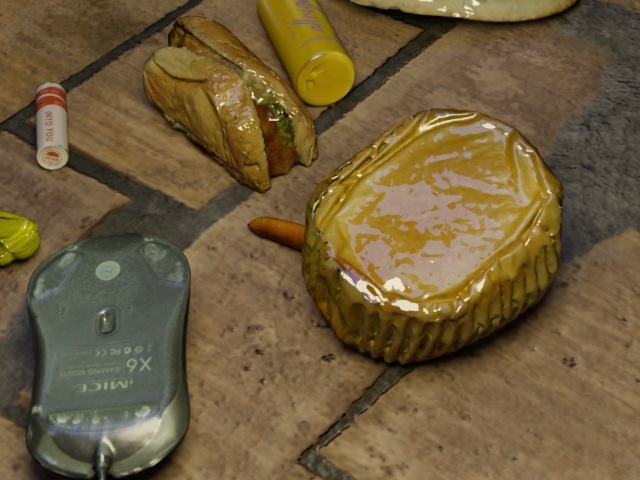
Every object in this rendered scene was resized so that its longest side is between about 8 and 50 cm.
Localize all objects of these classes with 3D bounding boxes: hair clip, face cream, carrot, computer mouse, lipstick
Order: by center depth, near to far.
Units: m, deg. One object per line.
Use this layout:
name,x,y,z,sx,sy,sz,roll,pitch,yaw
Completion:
computer mouse,-0.203,0.142,1.444,0.167,0.090,0.379,-4,47,5
carrot,0.000,0.000,1.603,0.190,0.037,0.037,14,46,26
hair clip,-0.381,-0.013,1.676,0.173,0.046,0.072,17,50,28
lipstick,-0.323,-0.139,1.814,0.038,0.038,0.131,-11,41,-3
face cream,-0.031,-0.272,1.883,0.078,0.078,0.273,-16,42,-8

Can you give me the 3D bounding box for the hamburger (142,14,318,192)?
hamburger,-0.109,-0.180,1.757,0.124,0.131,0.262,-33,51,-25

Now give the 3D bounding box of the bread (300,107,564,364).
bread,0.110,0.000,1.481,0.253,0.142,0.227,-34,68,-16

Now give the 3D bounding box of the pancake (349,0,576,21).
pancake,0.179,-0.388,1.974,0.387,0.082,0.387,-3,39,2
